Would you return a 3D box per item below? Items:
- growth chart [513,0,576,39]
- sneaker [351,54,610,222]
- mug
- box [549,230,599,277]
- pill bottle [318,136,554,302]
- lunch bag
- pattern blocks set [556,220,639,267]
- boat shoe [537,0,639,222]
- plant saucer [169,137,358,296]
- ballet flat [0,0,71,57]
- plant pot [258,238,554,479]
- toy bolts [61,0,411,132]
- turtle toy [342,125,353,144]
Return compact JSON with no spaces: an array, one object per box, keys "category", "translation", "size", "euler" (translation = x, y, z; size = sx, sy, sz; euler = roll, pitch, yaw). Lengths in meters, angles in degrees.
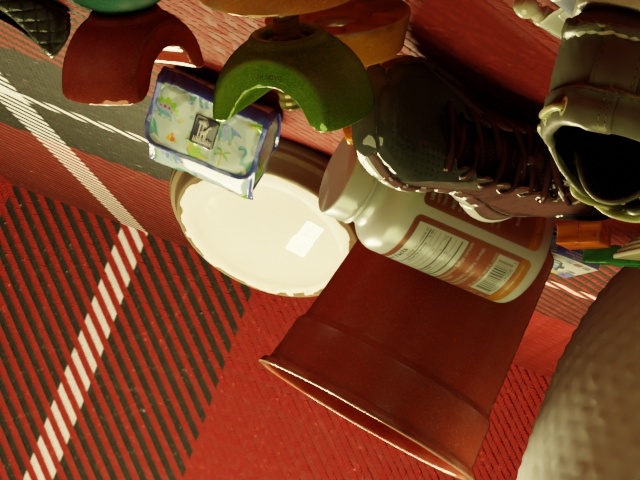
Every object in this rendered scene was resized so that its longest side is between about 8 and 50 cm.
[{"category":"growth chart","translation":[0.219,-0.127,0.807],"size":[0.172,0.021,0.237],"euler":[25,170,-24]},{"category":"sneaker","translation":[0.154,-0.077,1.091],"size":[0.162,0.106,0.281],"euler":[6,174,34]},{"category":"mug","translation":[0.395,0.186,1.371],"size":[0.276,0.328,0.374],"euler":[25,170,-33]},{"category":"box","translation":[0.273,0.014,1.600],"size":[0.081,0.028,0.136],"euler":[21,174,-5]},{"category":"pill bottle","translation":[0.113,-0.029,1.366],"size":[0.216,0.121,0.121],"euler":[23,172,-17]},{"category":"lunch bag","translation":[-0.112,-0.119,1.448],"size":[0.129,0.096,0.151],"euler":[22,158,2]},{"category":"pattern blocks set","translation":[0.336,0.001,1.125],"size":[0.285,0.026,0.325],"euler":[5,174,-16]},{"category":"boat shoe","translation":[0.189,-0.066,0.868],"size":[0.109,0.091,0.305],"euler":[19,170,16]},{"category":"plant saucer","translation":[-0.060,-0.020,1.687],"size":[0.278,0.041,0.278],"euler":[13,141,11]},{"category":"ballet flat","translation":[-0.330,-0.231,1.353],"size":[0.173,0.049,0.057],"euler":[20,171,-1]},{"category":"plant pot","translation":[0.114,0.088,1.540],"size":[0.272,0.265,0.272],"euler":[29,171,5]},{"category":"toy bolts","translation":[-0.059,-0.183,0.896],"size":[0.228,0.158,0.218],"euler":[6,-152,22]},{"category":"turtle toy","translation":[0.075,-0.094,1.218],"size":[0.130,0.066,0.095],"euler":[25,171,-29]}]
